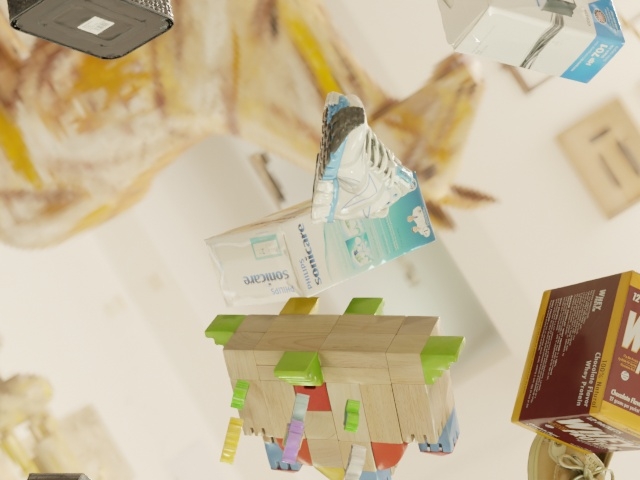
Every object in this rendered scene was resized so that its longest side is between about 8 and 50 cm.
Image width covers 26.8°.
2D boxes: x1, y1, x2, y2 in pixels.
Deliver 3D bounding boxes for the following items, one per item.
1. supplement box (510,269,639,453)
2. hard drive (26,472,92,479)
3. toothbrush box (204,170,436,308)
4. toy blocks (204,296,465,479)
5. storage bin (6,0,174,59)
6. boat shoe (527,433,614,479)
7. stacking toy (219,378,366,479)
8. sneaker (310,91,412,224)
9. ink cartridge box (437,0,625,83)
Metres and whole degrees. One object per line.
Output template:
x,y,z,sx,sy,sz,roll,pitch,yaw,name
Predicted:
0.369,0.161,1.717,0.194,0.129,0.191,-23,-134,62,supplement box
-0.319,0.441,1.973,0.172,0.255,0.054,-10,-145,47,hard drive
0.000,0.000,2.145,0.295,0.126,0.216,-24,-172,-37,toothbrush box
0.038,0.238,1.869,0.381,0.261,0.191,-1,-152,23,toy blocks
-0.277,-0.294,1.608,0.122,0.084,0.180,-24,158,32,storage bin
0.362,0.282,1.861,0.089,0.104,0.285,-23,-151,39,boat shoe
-0.030,0.225,1.648,0.221,0.167,0.052,-84,-172,-73,stacking toy
0.037,-0.066,1.106,0.083,0.071,0.191,6,162,0,sneaker
0.232,-0.269,1.513,0.190,0.140,0.082,10,144,-28,ink cartridge box
